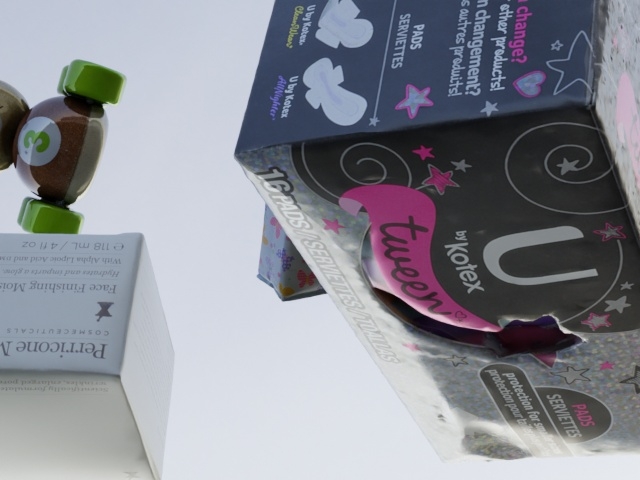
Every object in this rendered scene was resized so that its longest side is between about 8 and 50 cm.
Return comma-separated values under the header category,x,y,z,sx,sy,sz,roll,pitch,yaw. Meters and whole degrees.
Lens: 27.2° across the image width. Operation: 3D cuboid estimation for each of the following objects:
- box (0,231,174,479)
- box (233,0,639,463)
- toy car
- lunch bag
category,x,y,z,sx,sy,sz,roll,pitch,yaw
box,-0.209,0.088,0.958,0.181,0.119,0.182,1,-34,3
box,0.088,-0.027,0.585,0.247,0.142,0.163,56,-145,-45
toy car,-0.285,-0.097,1.156,0.188,0.149,0.155,17,-91,-16
lunch bag,0.000,0.000,0.963,0.083,0.053,0.071,-9,-59,-29
